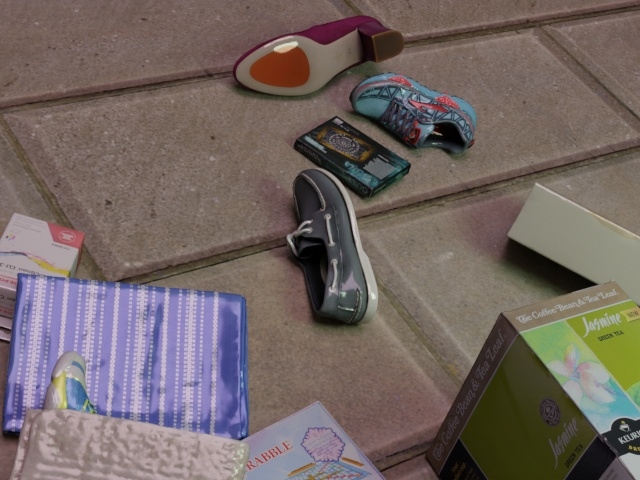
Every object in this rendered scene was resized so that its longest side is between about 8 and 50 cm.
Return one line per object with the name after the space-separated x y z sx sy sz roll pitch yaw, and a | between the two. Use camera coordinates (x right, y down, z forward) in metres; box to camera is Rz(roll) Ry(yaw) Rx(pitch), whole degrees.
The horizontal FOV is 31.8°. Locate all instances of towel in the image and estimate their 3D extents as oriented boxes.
-0.265 0.168 1.577 0.336 0.040 0.243 6 62 -15 | towel
-0.240 0.311 1.361 0.282 0.049 0.187 12 68 -3 | towel

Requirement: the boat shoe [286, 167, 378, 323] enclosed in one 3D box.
0.000 0.000 1.853 0.099 0.116 0.319 0 50 -26 | boat shoe

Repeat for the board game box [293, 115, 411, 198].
0.059 -0.158 2.098 0.186 0.026 0.126 35 45 23 | board game box

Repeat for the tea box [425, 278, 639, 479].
0.354 0.290 1.517 0.220 0.329 0.323 -13 52 -31 | tea box

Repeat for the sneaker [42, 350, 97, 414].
-0.300 0.264 1.447 0.126 0.091 0.240 8 68 -8 | sneaker

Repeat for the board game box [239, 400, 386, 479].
-0.032 0.396 1.455 0.319 0.066 0.318 -21 55 -36 | board game box

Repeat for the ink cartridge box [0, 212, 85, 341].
-0.433 0.058 1.660 0.115 0.067 0.198 16 42 -6 | ink cartridge box

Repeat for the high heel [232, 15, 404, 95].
-0.027 -0.377 2.282 0.377 0.127 0.181 -12 22 -26 | high heel

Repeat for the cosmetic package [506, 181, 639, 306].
0.492 0.016 1.979 0.309 0.113 0.160 29 8 9 | cosmetic package

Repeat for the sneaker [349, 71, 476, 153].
0.183 -0.242 2.188 0.262 0.104 0.125 13 44 -7 | sneaker
